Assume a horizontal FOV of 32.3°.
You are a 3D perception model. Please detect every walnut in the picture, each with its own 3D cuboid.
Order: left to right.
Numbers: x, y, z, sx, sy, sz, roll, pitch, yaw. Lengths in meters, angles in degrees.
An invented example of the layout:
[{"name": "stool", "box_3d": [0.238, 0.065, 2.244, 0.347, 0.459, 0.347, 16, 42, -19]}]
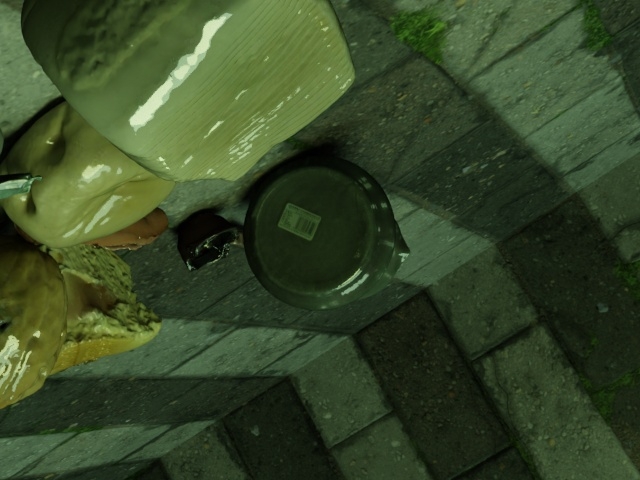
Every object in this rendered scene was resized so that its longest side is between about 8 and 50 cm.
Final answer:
[{"name": "walnut", "box_3d": [-0.427, 0.108, 1.446, 0.198, 0.245, 0.198, 13, 164, 4]}]

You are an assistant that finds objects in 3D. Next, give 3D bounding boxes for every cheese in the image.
[{"name": "cheese", "box_3d": [-0.281, -0.088, 1.365, 0.235, 0.117, 0.218, -29, 162, -13]}]

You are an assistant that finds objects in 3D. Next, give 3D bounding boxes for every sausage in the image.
[{"name": "sausage", "box_3d": [-0.318, -0.026, 1.559, 0.078, 0.078, 0.304, -35, 164, 19]}]

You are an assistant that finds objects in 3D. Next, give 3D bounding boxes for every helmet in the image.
[{"name": "helmet", "box_3d": [-0.192, -0.007, 1.826, 0.098, 0.070, 0.123, -25, 157, -36]}]

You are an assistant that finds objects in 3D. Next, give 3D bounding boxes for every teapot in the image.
[{"name": "teapot", "box_3d": [0.000, 0.000, 1.920, 0.300, 0.253, 0.344, 2, 174, 13]}]

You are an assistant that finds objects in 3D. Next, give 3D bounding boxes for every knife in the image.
[{"name": "knife", "box_3d": [-0.464, -0.049, 1.238, 0.297, 0.026, 0.044, -7, 167, -17]}]

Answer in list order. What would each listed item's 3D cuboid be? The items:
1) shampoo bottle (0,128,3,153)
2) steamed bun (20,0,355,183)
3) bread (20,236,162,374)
[{"name": "shampoo bottle", "box_3d": [-0.437, -0.091, 1.225, 0.165, 0.040, 0.080, -19, 168, -30]}, {"name": "steamed bun", "box_3d": [-0.131, -0.210, 1.067, 0.247, 0.236, 0.383, -43, 167, 10]}, {"name": "bread", "box_3d": [-0.393, 0.110, 1.643, 0.211, 0.183, 0.224, -33, 161, 15]}]
